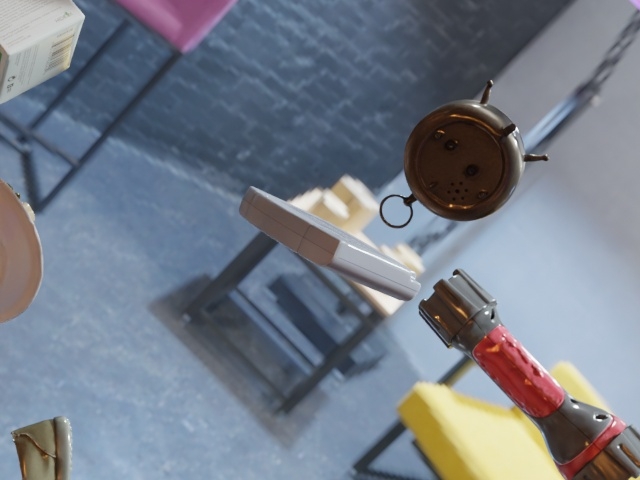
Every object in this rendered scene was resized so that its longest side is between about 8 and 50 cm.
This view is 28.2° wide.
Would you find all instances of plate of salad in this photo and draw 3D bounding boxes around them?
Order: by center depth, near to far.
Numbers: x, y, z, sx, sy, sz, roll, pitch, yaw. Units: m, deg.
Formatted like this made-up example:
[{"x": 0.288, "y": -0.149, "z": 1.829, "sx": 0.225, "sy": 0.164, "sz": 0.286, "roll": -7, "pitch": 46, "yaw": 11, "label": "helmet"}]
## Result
[{"x": -0.345, "y": -0.008, "z": 1.190, "sx": 0.200, "sy": 0.200, "sz": 0.048, "roll": 42, "pitch": 34, "yaw": -8, "label": "plate of salad"}]

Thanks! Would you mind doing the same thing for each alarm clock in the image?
[{"x": 0.141, "y": -0.075, "z": 1.394, "sx": 0.129, "sy": 0.192, "sz": 0.064, "roll": 52, "pitch": 22, "yaw": -1, "label": "alarm clock"}]

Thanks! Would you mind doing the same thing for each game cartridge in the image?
[{"x": 0.000, "y": 0.000, "z": 1.914, "sx": 0.196, "sy": 0.060, "sz": 0.294, "roll": 29, "pitch": 2, "yaw": -34, "label": "game cartridge"}]

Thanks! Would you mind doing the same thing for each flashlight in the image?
[{"x": 0.235, "y": 0.161, "z": 1.425, "sx": 0.304, "sy": 0.103, "sz": 0.103, "roll": 47, "pitch": 39, "yaw": 15, "label": "flashlight"}]

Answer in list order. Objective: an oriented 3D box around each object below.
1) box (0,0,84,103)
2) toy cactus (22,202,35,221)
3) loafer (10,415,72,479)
[{"x": -0.315, "y": -0.215, "z": 1.316, "sx": 0.102, "sy": 0.101, "sz": 0.087, "roll": -35, "pitch": 81, "yaw": -32, "label": "box"}, {"x": -0.533, "y": -0.016, "z": 1.971, "sx": 0.219, "sy": 0.180, "sz": 0.112, "roll": 42, "pitch": -33, "yaw": 33, "label": "toy cactus"}, {"x": -0.369, "y": 0.354, "z": 1.650, "sx": 0.087, "sy": 0.251, "sz": 0.094, "roll": 2, "pitch": -14, "yaw": -13, "label": "loafer"}]
